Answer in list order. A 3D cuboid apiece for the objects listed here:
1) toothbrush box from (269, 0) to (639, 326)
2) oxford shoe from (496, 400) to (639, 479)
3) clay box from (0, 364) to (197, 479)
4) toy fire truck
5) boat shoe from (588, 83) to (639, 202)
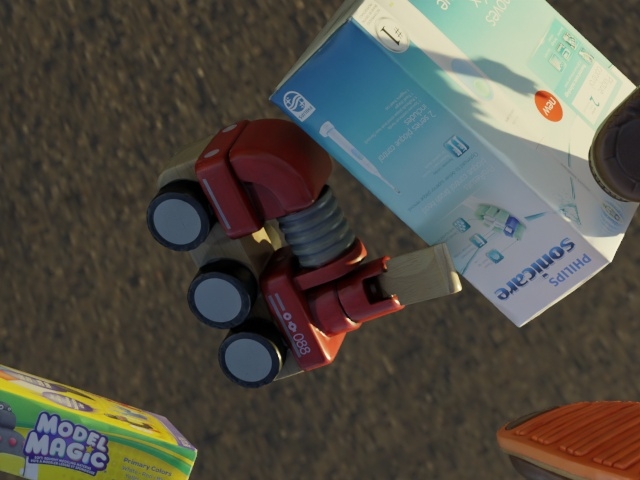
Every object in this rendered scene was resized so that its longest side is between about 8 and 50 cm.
[{"bbox_3d":[0.136,-0.109,1.681,0.295,0.216,0.126,44,133,-7],"label":"toothbrush box"},{"bbox_3d":[0.269,0.212,1.437,0.130,0.363,0.133,-19,114,-35],"label":"oxford shoe"},{"bbox_3d":[-0.196,0.108,1.217,0.222,0.127,0.053,20,89,-15],"label":"clay box"},{"bbox_3d":[0.000,0.000,1.675,0.246,0.158,0.217,-19,108,22],"label":"toy fire truck"},{"bbox_3d":[0.290,-0.119,1.361,0.257,0.095,0.095,-32,86,-3],"label":"boat shoe"}]
